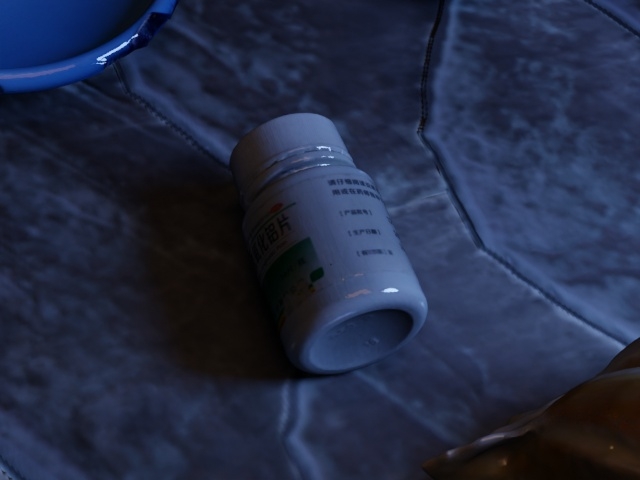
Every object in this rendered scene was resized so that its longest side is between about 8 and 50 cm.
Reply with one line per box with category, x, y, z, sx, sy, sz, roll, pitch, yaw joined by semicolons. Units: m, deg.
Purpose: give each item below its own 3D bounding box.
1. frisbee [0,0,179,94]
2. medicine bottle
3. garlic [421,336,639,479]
frisbee;-0.203;-0.176;0.895;0.242;0.045;0.242;6;54;-9
medicine bottle;0.000;0.000;0.793;0.080;0.080;0.130;-12;59;-20
garlic;0.229;0.162;0.675;0.313;0.286;0.249;45;102;25
